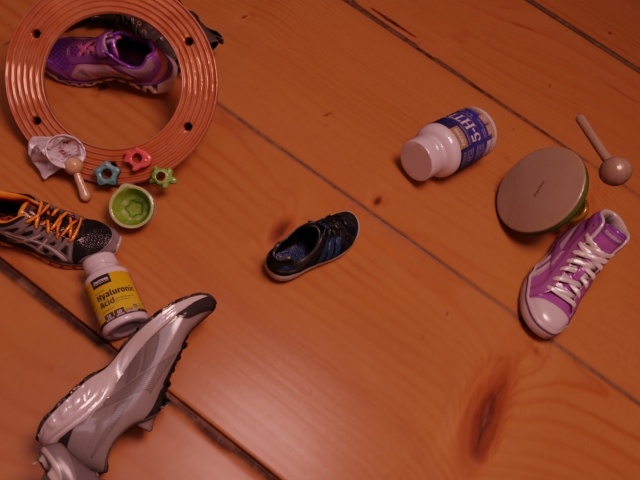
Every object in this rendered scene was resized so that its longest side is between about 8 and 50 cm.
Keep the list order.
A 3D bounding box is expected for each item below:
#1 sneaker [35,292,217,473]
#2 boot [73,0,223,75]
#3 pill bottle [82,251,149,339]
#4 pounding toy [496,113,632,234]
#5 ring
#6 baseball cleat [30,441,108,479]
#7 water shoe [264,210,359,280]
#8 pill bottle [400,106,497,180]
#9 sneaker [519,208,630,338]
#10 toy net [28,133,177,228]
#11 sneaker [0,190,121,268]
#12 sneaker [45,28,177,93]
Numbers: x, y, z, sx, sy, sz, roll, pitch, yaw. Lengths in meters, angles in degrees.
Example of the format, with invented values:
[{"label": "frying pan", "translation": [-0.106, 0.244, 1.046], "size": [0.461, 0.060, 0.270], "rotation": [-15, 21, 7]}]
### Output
[{"label": "sneaker", "translation": [-0.231, 0.178, 0.703], "size": [0.108, 0.100, 0.271], "rotation": [42, 62, -1]}, {"label": "boot", "translation": [-0.350, -0.409, 1.019], "size": [0.263, 0.091, 0.228], "rotation": [-32, 87, -12]}, {"label": "pill bottle", "translation": [-0.295, 0.077, 0.754], "size": [0.065, 0.065, 0.116], "rotation": [-21, 67, -27]}, {"label": "pounding toy", "translation": [0.475, -0.097, 1.037], "size": [0.110, 0.237, 0.182], "rotation": [26, 35, -33]}, {"label": "ring", "translation": [-0.337, -0.259, 0.872], "size": [0.337, 0.032, 0.336], "rotation": [0, 92, -5]}, {"label": "baseball cleat", "translation": [-0.238, 0.303, 0.615], "size": [0.109, 0.072, 0.205], "rotation": [-33, 101, -40]}, {"label": "water shoe", "translation": [0.000, 0.000, 0.886], "size": [0.203, 0.080, 0.073], "rotation": [-34, 75, -31]}, {"label": "pill bottle", "translation": [0.255, -0.190, 1.066], "size": [0.187, 0.112, 0.112], "rotation": [-29, 72, -30]}, {"label": "sneaker", "translation": [0.465, 0.044, 0.961], "size": [0.102, 0.161, 0.282], "rotation": [36, 57, 4]}, {"label": "toy net", "translation": [-0.353, -0.116, 0.837], "size": [0.232, 0.045, 0.122], "rotation": [30, 86, -4]}, {"label": "sneaker", "translation": [-0.401, -0.020, 0.770], "size": [0.215, 0.083, 0.084], "rotation": [12, 55, -12]}, {"label": "sneaker", "translation": [-0.378, -0.327, 0.933], "size": [0.237, 0.104, 0.095], "rotation": [5, 82, -5]}]
